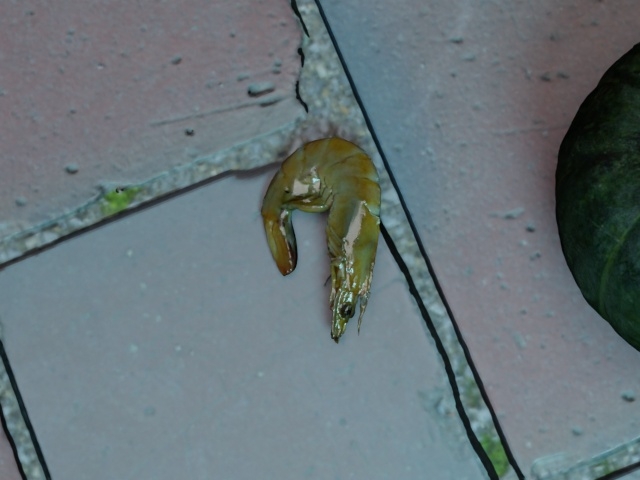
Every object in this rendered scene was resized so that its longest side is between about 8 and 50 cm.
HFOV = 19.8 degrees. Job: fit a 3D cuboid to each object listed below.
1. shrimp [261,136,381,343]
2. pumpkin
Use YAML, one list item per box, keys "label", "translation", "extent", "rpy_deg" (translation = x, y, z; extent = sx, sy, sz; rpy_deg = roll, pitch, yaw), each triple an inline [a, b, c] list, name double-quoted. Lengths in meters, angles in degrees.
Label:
- label: "shrimp"
  translation: [-0.002, -0.002, 1.410]
  extent: [0.095, 0.045, 0.163]
  rpy_deg: [3, 79, 4]
- label: "pumpkin"
  translation: [0.311, -0.040, 1.298]
  extent: [0.300, 0.207, 0.300]
  rpy_deg: [-10, 64, 21]
